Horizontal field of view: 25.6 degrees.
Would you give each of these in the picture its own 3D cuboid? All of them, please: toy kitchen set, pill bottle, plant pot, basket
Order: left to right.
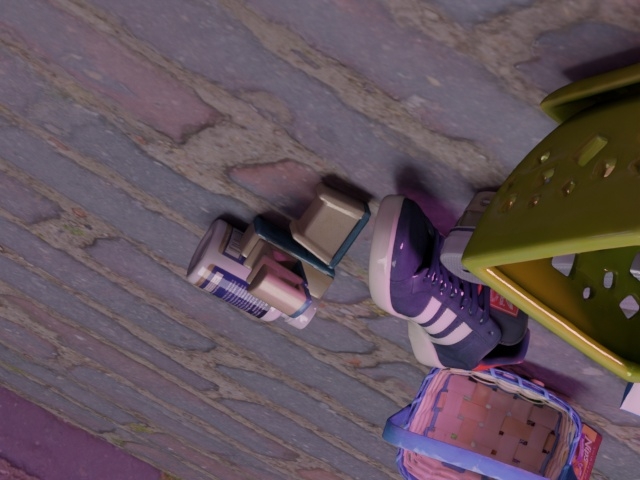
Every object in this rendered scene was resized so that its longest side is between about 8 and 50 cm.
[{"bbox_3d":[-0.084,0.050,1.865,0.169,0.094,0.094,29,158,-13],"label":"pill bottle"},{"bbox_3d":[0.000,0.000,1.714,0.122,0.166,0.207,31,-166,-16],"label":"toy kitchen set"},{"bbox_3d":[0.218,0.271,1.889,0.255,0.201,0.289,20,-171,7],"label":"basket"},{"bbox_3d":[0.290,-0.023,1.167,0.227,0.207,0.228,34,156,-25],"label":"plant pot"}]

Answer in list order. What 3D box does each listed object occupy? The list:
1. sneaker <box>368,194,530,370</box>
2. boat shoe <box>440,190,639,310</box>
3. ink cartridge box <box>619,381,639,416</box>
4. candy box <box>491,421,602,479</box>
[{"bbox_3d":[0.160,0.053,1.608,0.148,0.131,0.350,6,159,22],"label":"sneaker"},{"bbox_3d":[0.257,0.002,1.408,0.302,0.094,0.109,8,160,36],"label":"boat shoe"},{"bbox_3d":[0.391,0.120,1.508,0.092,0.143,0.090,21,141,7],"label":"ink cartridge box"},{"bbox_3d":[0.319,0.326,2.083,0.053,0.109,0.187,37,154,-31],"label":"candy box"}]
